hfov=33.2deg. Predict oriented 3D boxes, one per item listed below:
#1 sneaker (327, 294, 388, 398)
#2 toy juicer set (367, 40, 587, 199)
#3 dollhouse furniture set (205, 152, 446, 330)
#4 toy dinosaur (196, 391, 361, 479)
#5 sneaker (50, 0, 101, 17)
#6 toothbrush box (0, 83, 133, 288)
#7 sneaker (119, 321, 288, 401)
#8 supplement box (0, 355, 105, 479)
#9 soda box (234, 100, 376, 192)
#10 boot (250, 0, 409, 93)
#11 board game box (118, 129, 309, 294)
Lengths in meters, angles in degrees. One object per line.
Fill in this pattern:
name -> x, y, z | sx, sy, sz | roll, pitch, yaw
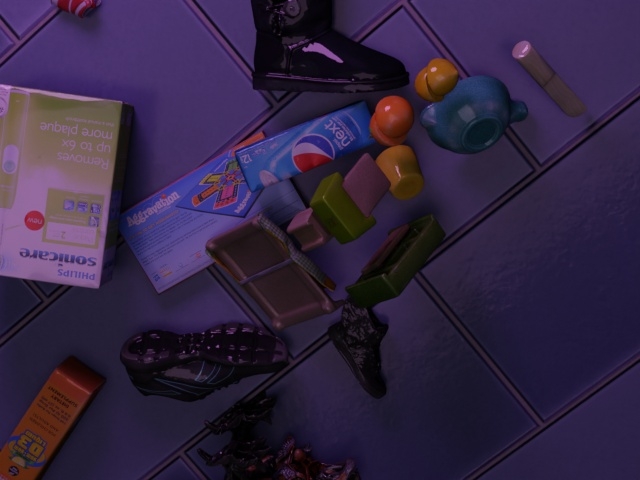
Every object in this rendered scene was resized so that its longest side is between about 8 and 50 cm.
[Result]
sneaker -> 0.076, 0.163, 1.702 | 0.089, 0.051, 0.170 | -35, 94, 16
toy juicer set -> 0.213, -0.205, 1.561 | 0.329, 0.089, 0.209 | -25, 137, 2
dollhouse furniture set -> 0.000, 0.000, 1.631 | 0.301, 0.151, 0.198 | -23, 112, 48
toy dinosaur -> -0.102, 0.392, 1.725 | 0.321, 0.164, 0.218 | -21, 117, -12
sneaker -> -0.355, -0.395, 1.623 | 0.067, 0.042, 0.118 | 31, 111, 2
toothbrush box -> -0.409, -0.084, 1.628 | 0.206, 0.122, 0.283 | 9, 95, -2
sneaker -> -0.183, 0.198, 1.724 | 0.267, 0.101, 0.106 | -1, 124, 4
supplement box -> -0.452, 0.308, 1.766 | 0.078, 0.080, 0.233 | 34, 105, -1
soda box -> -0.021, -0.142, 1.616 | 0.210, 0.071, 0.067 | -23, 99, -2
boot -> 0.010, -0.324, 1.580 | 0.246, 0.094, 0.207 | 3, 106, 11
board game box -> -0.174, -0.042, 1.692 | 0.281, 0.027, 0.145 | -29, 99, 10
